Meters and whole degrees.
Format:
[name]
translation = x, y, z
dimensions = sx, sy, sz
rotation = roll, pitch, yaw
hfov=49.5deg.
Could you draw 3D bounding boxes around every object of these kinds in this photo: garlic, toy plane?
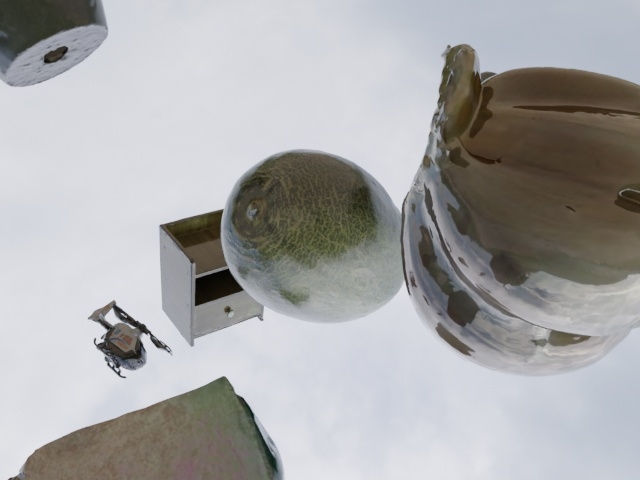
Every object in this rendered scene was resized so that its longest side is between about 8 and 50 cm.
[garlic]
translation = 0.186, -0.015, 0.556
dimensions = 0.292, 0.210, 0.237
rotation = 32, -115, 3
[toy plane]
translation = -0.307, 0.149, 1.063
dimensions = 0.078, 0.053, 0.197
rotation = -37, -141, -24

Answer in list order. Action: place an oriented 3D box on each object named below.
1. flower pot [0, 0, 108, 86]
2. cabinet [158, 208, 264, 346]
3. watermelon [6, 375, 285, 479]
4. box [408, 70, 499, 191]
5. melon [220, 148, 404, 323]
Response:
[flower pot]
translation = -0.402, -0.318, 0.946
dimensions = 0.269, 0.166, 0.269
rotation = -28, -174, 3
[cabinet]
translation = -0.213, 0.073, 1.402
dimensions = 0.175, 0.215, 0.148
rotation = -17, -139, -32
[watermelon]
translation = -0.128, 0.268, 0.397
dimensions = 0.293, 0.222, 0.318
rotation = -15, -102, 0
[box]
translation = 0.211, -0.103, 0.906
dimensions = 0.129, 0.148, 0.210
rotation = 31, -124, -9
[melon]
translation = 0.000, 0.000, 1.012
dimensions = 0.249, 0.329, 0.248
rotation = -12, -114, 29
